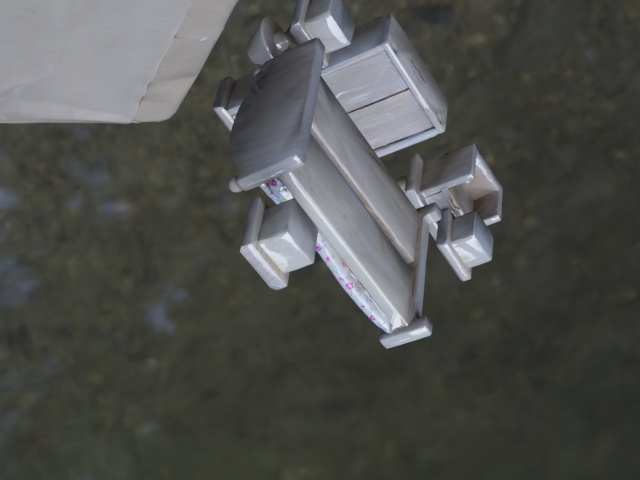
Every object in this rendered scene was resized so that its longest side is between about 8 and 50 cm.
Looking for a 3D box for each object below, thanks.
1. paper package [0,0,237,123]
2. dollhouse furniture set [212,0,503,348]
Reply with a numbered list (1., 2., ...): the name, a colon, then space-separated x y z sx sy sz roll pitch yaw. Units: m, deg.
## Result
1. paper package: -0.124 -0.232 0.617 0.168 0.325 0.309 -1 169 -15
2. dollhouse furniture set: 0.000 0.000 1.214 0.173 0.356 0.303 -20 126 26
